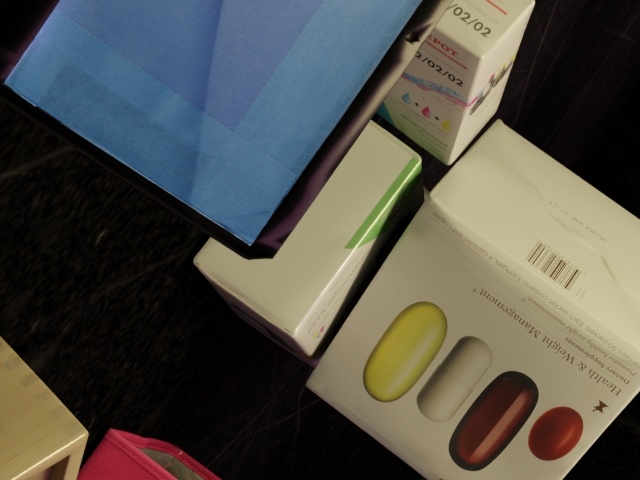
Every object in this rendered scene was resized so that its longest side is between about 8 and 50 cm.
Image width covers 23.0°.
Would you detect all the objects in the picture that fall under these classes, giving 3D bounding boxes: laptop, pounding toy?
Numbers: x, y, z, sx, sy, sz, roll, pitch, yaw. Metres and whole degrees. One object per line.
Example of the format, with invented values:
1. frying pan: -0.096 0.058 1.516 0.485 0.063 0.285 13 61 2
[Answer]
1. laptop: -0.036 -0.130 0.543 0.234 0.136 0.264 -56 168 2
2. pounding toy: -0.186 0.116 0.788 0.141 0.100 0.130 -31 156 -38

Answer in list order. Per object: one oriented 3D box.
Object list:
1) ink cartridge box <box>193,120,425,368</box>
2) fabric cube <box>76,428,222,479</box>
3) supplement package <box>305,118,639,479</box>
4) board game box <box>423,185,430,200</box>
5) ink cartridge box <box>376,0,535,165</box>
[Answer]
1. ink cartridge box: 0.000 0.000 1.160 0.154 0.093 0.212 -54 171 -7
2. fabric cube: -0.116 0.329 1.224 0.258 0.254 0.259 -54 169 -5
3. supplement package: 0.134 0.065 1.147 0.149 0.194 0.203 -44 168 -53
4. board game box: 0.060 0.061 1.435 0.194 0.194 0.060 -38 165 -8
5. ink cartridge box: 0.073 -0.139 1.027 0.061 0.104 0.181 -48 167 -22
